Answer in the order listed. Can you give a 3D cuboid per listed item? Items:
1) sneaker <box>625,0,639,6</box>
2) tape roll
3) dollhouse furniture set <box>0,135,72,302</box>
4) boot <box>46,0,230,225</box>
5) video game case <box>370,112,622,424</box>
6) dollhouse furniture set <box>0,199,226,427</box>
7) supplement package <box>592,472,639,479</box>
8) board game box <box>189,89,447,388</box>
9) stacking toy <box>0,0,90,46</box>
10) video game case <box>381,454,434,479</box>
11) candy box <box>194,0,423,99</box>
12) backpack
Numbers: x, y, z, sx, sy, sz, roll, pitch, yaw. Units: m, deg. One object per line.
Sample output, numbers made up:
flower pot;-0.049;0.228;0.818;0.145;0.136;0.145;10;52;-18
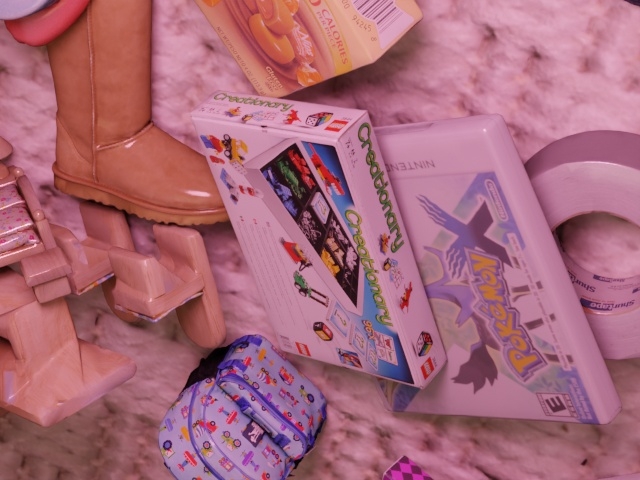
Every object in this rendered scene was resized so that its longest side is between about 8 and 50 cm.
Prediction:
sneaker;0.320;-0.244;1.473;0.144;0.059;0.053;-7;148;41
tape roll;0.276;0.006;1.618;0.219;0.072;0.219;9;121;15
dollhouse furniture set;-0.445;-0.040;1.684;0.303;0.355;0.174;-20;117;-13
boot;-0.181;-0.159;1.686;0.236;0.089;0.269;10;120;14
video game case;0.117;0.035;1.653;0.300;0.036;0.329;-2;120;47
dollhouse furniture set;-0.348;0.142;1.773;0.394;0.362;0.256;15;127;45
supplement package;0.355;0.382;1.767;0.139;0.134;0.244;-14;113;27
board game box;0.000;0.000;1.650;0.193;0.053;0.305;12;134;39
stacking toy;-0.382;-0.296;1.588;0.279;0.130;0.309;-41;85;20
video game case;0.147;0.370;1.818;0.232;0.042;0.210;40;144;21
candy box;-0.065;-0.291;1.528;0.183;0.087;0.316;-14;115;53
backpack;-0.088;0.208;1.809;0.117;0.173;0.158;-37;100;33
